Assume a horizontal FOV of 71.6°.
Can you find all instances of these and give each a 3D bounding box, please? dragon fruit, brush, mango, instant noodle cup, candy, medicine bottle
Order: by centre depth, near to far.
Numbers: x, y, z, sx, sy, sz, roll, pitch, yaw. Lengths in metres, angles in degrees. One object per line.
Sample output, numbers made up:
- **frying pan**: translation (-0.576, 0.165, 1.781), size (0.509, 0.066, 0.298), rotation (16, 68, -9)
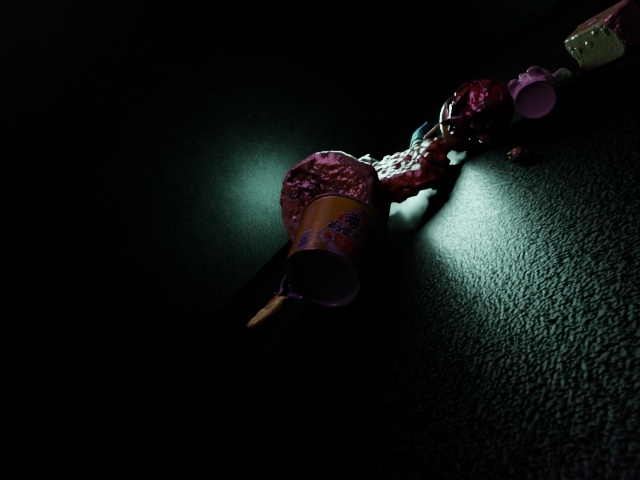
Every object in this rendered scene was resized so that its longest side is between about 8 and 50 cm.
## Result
- **candy**: translation (0.474, -0.215, 1.049), size (0.035, 0.035, 0.123), rotation (-30, 7, 45)
- **instant noodle cup**: translation (0.036, 0.036, 1.162), size (0.264, 0.264, 0.200), rotation (-37, 20, 39)
- **dragon fruit**: translation (0.472, -0.378, 1.306), size (0.193, 0.192, 0.274), rotation (-63, -1, 23)
- **mango**: translation (0.458, -0.391, 1.479), size (0.092, 0.130, 0.194), rotation (-16, 65, 57)
- **brush**: translation (0.524, -0.471, 1.823), size (0.233, 0.103, 0.047), rotation (-40, 7, 31)
- **medicine bottle**: translation (0.486, -0.482, 2.123), size (0.124, 0.079, 0.258), rotation (-38, 10, 28)

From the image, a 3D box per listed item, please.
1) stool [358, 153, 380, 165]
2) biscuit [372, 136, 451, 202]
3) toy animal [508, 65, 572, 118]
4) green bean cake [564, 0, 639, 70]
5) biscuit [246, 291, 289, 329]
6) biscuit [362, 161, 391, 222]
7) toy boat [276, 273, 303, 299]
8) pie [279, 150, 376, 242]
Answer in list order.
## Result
- **stool**: translation (0.232, -0.288, 2.115), size (0.153, 0.139, 0.227), rotation (38, 114, 55)
- **biscuit**: translation (0.277, -0.223, 1.516), size (0.318, 0.110, 0.312), rotation (-15, 25, 38)
- **toy animal**: translation (0.595, -0.429, 1.215), size (0.221, 0.131, 0.103), rotation (-48, -5, -44)
- **green bean cake**: translation (0.704, -0.501, 1.093), size (0.085, 0.109, 0.179), rotation (-43, 9, 1)
- **biscuit**: translation (-0.206, 0.278, 1.759), size (0.260, 0.041, 0.203), rotation (-39, 13, 33)
- **biscuit**: translation (0.060, -0.116, 1.468), size (0.352, 0.311, 0.057), rotation (13, 31, 25)
- **toy boat**: translation (-0.020, 0.104, 1.406), size (0.309, 0.129, 0.142), rotation (-32, -2, 27)
- **pie**: translation (0.012, -0.118, 1.350), size (0.339, 0.339, 0.077), rotation (-40, -25, 22)
